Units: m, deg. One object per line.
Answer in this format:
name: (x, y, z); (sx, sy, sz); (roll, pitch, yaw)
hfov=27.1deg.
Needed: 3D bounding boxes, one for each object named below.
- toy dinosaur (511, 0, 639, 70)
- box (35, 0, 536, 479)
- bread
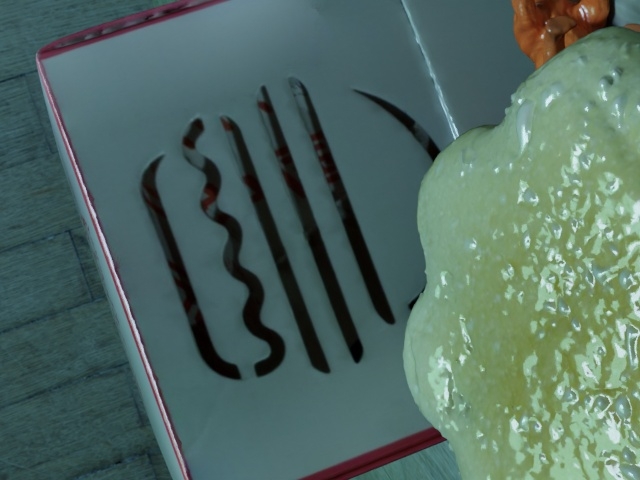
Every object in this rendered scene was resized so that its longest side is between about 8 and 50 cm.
toy dinosaur: (0.147, -0.086, 0.704); (0.101, 0.055, 0.279); (71, 173, -61)
box: (0.000, 0.000, 0.910); (0.312, 0.300, 0.314); (133, 117, -79)
bread: (0.144, 0.052, 0.613); (0.316, 0.054, 0.316); (7, 99, 52)
